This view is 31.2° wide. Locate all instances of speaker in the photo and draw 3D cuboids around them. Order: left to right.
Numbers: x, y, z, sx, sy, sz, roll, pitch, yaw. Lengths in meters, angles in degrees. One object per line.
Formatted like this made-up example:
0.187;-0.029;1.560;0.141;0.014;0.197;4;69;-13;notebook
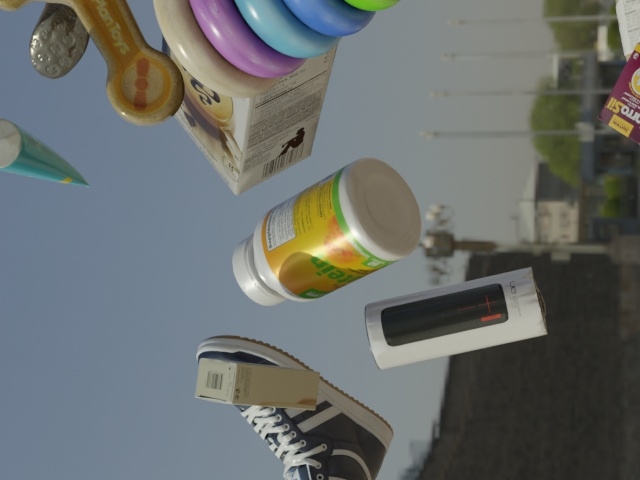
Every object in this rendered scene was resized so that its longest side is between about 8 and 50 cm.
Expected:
0.107;0.061;0.895;0.055;0.136;0.055;-13;-90;-78;speaker

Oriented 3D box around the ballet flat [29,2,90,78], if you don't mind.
-0.377;-0.356;1.711;0.058;0.084;0.249;-97;25;-54;ballet flat

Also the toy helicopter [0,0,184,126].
-0.237;-0.292;1.227;0.355;0.235;0.140;61;174;1;toy helicopter

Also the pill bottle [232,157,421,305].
0.000;0.000;1.494;0.136;0.246;0.136;24;-127;-36;pill bottle

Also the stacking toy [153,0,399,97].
0.034;-0.218;0.829;0.141;0.330;0.141;23;-121;-44;stacking toy

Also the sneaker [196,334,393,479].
-0.045;0.239;1.409;0.099;0.282;0.153;-40;23;51;sneaker

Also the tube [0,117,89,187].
-0.318;-0.093;1.267;0.052;0.080;0.207;-51;-8;1;tube

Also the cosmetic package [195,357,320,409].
-0.062;0.144;1.143;0.115;0.060;0.041;12;-98;-42;cosmetic package

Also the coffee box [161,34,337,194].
-0.082;-0.207;1.248;0.168;0.119;0.297;51;156;19;coffee box

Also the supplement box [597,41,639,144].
0.313;-0.140;1.097;0.043;0.055;0.083;-7;-52;-49;supplement box

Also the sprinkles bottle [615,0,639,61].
0.505;-0.379;1.739;0.121;0.121;0.355;-14;-86;-75;sprinkles bottle
